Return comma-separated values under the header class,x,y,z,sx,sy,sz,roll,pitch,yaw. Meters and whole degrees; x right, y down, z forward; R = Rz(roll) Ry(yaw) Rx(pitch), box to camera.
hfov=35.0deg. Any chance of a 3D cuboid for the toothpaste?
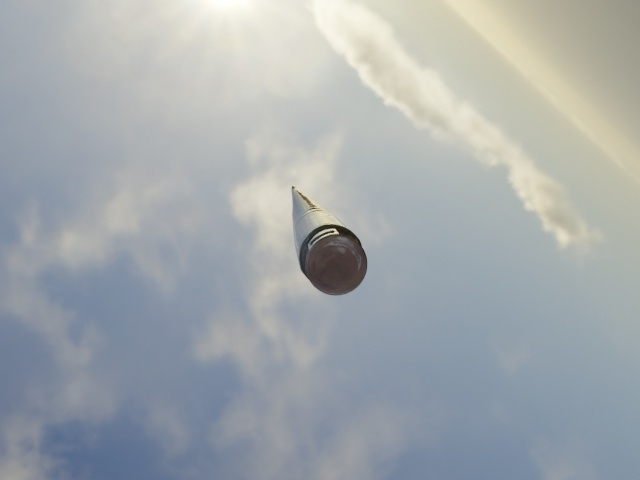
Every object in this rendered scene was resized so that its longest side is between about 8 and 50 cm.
class,x,y,z,sx,sy,sz,roll,pitch,yaw
toothpaste,0.000,0.000,1.114,0.100,0.066,0.323,63,179,-10
